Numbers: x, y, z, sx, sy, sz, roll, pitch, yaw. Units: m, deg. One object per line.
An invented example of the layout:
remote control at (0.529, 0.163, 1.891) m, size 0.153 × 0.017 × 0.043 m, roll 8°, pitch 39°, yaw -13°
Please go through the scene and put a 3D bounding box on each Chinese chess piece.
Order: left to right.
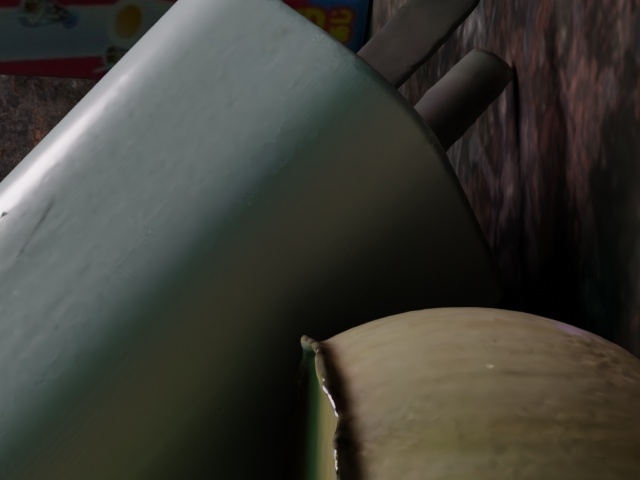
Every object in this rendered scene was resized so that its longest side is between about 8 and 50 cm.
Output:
Chinese chess piece at (0.042, 0.148, 0.447) m, size 0.257 × 0.104 × 0.257 m, roll 180°, pitch 90°, yaw -83°

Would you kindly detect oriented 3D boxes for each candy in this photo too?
candy at (-0.125, -0.195, 1.057) m, size 0.100 × 0.306 × 0.157 m, roll 99°, pitch 170°, yaw -48°

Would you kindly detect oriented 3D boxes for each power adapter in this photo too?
power adapter at (-0.023, 0.004, 0.570) m, size 0.124 × 0.255 × 0.187 m, roll 38°, pitch 172°, yaw 29°
